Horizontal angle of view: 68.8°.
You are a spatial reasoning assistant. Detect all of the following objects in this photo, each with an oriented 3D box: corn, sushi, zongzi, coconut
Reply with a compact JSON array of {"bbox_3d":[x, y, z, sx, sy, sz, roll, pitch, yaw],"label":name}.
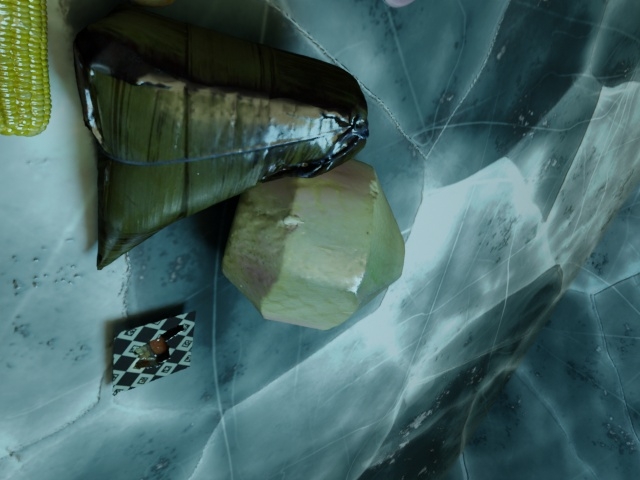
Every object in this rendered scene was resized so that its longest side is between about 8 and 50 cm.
[{"bbox_3d":[-0.275,-0.171,0.397,0.085,0.063,0.165,1,116,-32],"label":"corn"},{"bbox_3d":[-0.248,0.157,0.688,0.120,0.026,0.125,-13,131,-39],"label":"sushi"},{"bbox_3d":[-0.115,-0.072,0.527,0.287,0.138,0.299,10,119,-18],"label":"zongzi"},{"bbox_3d":[0.000,0.000,0.650,0.259,0.259,0.259,-23,132,-29],"label":"coconut"}]

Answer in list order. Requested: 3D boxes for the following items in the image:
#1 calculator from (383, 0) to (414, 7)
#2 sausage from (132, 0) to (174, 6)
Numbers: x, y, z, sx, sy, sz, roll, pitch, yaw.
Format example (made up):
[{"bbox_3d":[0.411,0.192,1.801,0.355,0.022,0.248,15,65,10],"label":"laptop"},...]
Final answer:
[{"bbox_3d":[0.136,-0.396,0.636,0.165,0.024,0.103,-51,139,2],"label":"calculator"},{"bbox_3d":[-0.107,-0.433,0.319,0.136,0.123,0.500,-27,139,-60],"label":"sausage"}]
